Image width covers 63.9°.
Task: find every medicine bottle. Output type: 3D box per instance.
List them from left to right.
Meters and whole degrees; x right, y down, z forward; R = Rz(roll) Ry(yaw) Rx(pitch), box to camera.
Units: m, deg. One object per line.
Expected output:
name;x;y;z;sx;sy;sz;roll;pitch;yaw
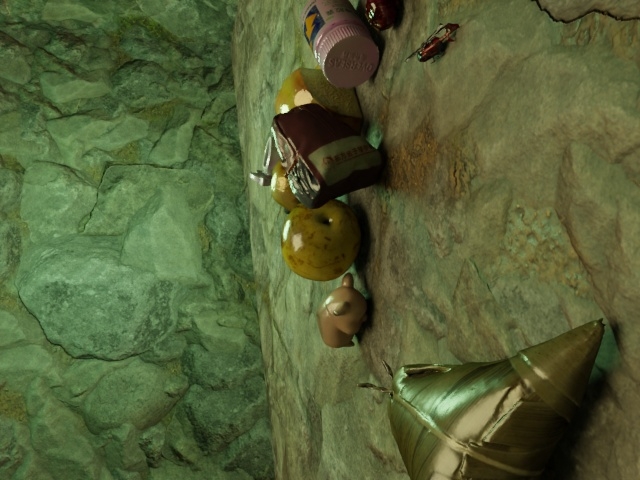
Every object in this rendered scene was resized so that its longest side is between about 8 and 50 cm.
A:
medicine bottle;0.054;-0.608;1.553;0.178;0.178;0.290;107;155;-45

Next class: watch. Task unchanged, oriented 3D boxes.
watch;-0.217;-0.370;2.409;0.248;0.211;0.217;-121;41;-70

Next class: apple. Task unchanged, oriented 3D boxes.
apple;-0.002;-0.416;1.755;0.252;0.314;0.309;-52;-2;-37

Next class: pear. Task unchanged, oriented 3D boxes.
pear;0.000;0.000;1.667;0.281;0.281;0.280;178;90;-72

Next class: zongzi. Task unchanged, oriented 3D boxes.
zongzi;0.309;0.267;1.018;0.466;0.218;0.500;-61;14;11

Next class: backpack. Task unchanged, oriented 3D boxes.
backpack;-0.009;-0.259;1.501;0.317;0.283;0.197;52;143;19

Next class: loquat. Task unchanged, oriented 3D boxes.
loquat;-0.072;-0.193;1.767;0.213;0.213;0.212;178;90;-72

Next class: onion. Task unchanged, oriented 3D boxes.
onion;0.165;-0.613;1.360;0.107;0.097;0.107;-16;-90;-74

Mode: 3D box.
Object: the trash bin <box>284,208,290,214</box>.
trash bin;-0.073;-0.221;2.092;0.225;0.115;0.165;138;127;-65

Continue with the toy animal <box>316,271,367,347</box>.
toy animal;0.066;0.245;1.668;0.166;0.154;0.250;-99;20;-45

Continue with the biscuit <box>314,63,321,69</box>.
biscuit;0.007;-0.579;1.958;0.237;0.013;0.231;145;121;-69

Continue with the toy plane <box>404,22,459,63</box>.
toy plane;0.257;-0.443;1.157;0.145;0.060;0.037;-28;65;53
